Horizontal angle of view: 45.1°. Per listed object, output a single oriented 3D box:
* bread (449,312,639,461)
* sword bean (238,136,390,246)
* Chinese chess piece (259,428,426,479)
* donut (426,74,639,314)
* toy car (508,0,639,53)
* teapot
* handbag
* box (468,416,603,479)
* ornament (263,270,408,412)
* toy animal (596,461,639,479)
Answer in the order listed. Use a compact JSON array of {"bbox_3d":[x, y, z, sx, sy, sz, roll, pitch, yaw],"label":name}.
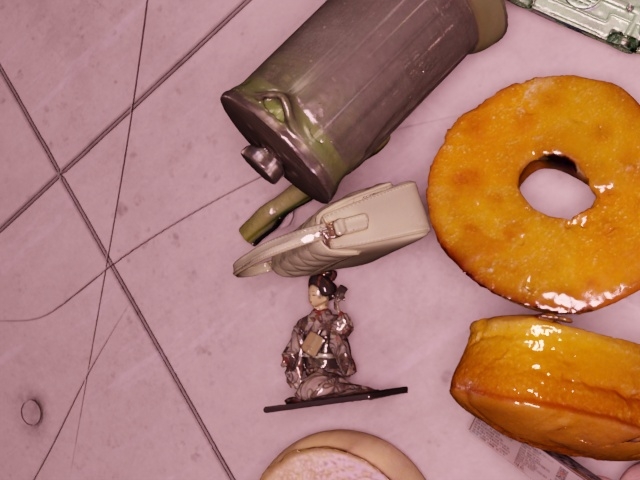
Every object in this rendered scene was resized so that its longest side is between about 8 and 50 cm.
[{"bbox_3d":[0.283,0.172,0.879,0.270,0.195,0.142,14,78,-16],"label":"bread"},{"bbox_3d":[-0.013,-0.077,1.107,0.269,0.043,0.038,-35,65,19],"label":"sword bean"},{"bbox_3d":[0.031,0.397,1.057,0.270,0.112,0.269,0,91,22],"label":"Chinese chess piece"},{"bbox_3d":[0.278,-0.044,0.909,0.303,0.110,0.302,-8,65,18],"label":"donut"},{"bbox_3d":[0.318,-0.304,0.945,0.224,0.076,0.090,29,100,12],"label":"toy car"},{"bbox_3d":[0.041,-0.198,0.960,0.200,0.270,0.337,43,82,8],"label":"teapot"},{"bbox_3d":[0.000,0.000,0.968,0.219,0.256,0.079,-14,83,-19],"label":"handbag"},{"bbox_3d":[0.269,0.268,0.922,0.218,0.055,0.039,31,99,58],"label":"box"},{"bbox_3d":[0.005,0.129,1.058,0.166,0.153,0.196,-13,76,22],"label":"ornament"},{"bbox_3d":[0.344,0.354,0.933,0.212,0.124,0.124,-44,74,27],"label":"toy animal"}]
